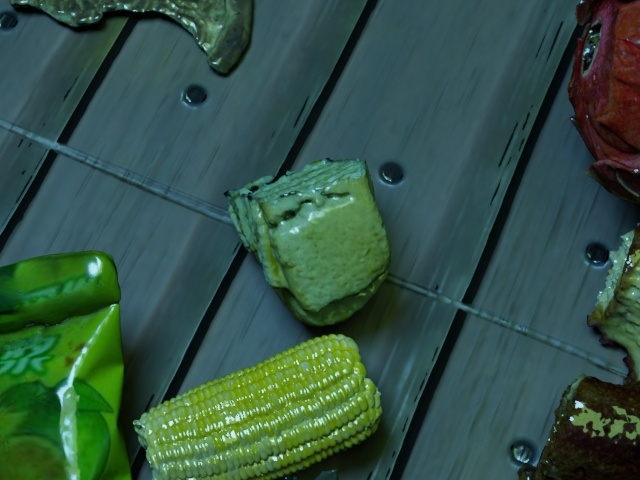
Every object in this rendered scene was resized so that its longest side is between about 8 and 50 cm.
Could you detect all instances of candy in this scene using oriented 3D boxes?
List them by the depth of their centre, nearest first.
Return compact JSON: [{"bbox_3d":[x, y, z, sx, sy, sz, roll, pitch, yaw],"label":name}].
[{"bbox_3d":[-0.183,0.138,0.879,0.149,0.069,0.246,-13,76,14],"label":"candy"}]

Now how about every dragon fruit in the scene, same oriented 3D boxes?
[{"bbox_3d":[0.301,-0.110,0.937,0.252,0.241,0.241,-4,65,14],"label":"dragon fruit"}]

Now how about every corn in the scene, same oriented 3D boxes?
[{"bbox_3d":[-0.042,0.122,0.903,0.165,0.063,0.085,-18,77,-8],"label":"corn"}]

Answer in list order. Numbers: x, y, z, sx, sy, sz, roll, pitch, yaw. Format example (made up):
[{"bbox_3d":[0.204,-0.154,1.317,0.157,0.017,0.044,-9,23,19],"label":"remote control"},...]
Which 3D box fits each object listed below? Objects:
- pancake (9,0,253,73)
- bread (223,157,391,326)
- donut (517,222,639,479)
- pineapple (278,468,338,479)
[{"bbox_3d":[-0.151,-0.198,1.067,0.190,0.020,0.184,-17,68,-9],"label":"pancake"},{"bbox_3d":[0.000,0.001,0.947,0.103,0.156,0.110,-23,101,-5],"label":"bread"},{"bbox_3d":[0.234,0.089,0.917,0.141,0.085,0.217,20,65,7],"label":"donut"},{"bbox_3d":[0.007,0.238,0.842,0.108,0.108,0.198,-2,53,-3],"label":"pineapple"}]
